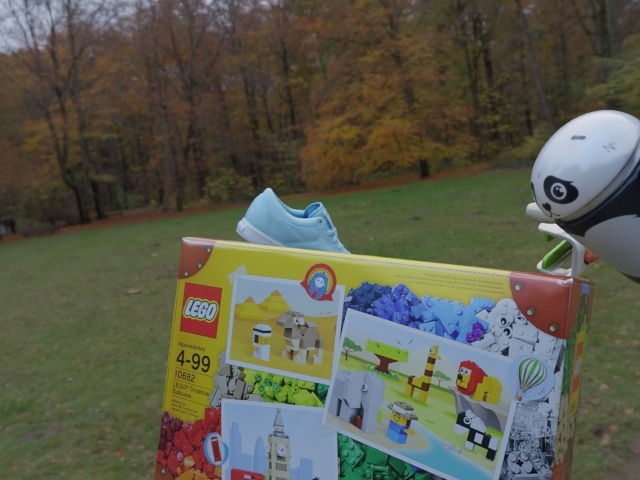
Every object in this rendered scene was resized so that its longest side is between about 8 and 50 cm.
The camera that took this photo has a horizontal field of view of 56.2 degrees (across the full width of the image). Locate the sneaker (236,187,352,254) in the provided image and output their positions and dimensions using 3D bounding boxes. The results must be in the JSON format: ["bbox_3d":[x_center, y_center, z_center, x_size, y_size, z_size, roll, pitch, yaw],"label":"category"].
[{"bbox_3d":[0.000,0.000,1.379,0.366,0.150,0.135,26,13,-21],"label":"sneaker"}]

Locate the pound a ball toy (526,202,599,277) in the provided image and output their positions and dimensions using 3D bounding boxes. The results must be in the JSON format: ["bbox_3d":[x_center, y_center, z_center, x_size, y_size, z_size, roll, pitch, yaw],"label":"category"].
[{"bbox_3d":[0.631,-0.042,1.420,0.319,0.208,0.136,-30,36,-30],"label":"pound a ball toy"}]

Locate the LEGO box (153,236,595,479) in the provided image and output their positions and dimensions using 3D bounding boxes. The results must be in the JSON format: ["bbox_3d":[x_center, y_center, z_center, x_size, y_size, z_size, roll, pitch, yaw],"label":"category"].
[{"bbox_3d":[0.051,0.202,0.759,0.501,0.372,0.193,5,-2,31],"label":"LEGO box"}]

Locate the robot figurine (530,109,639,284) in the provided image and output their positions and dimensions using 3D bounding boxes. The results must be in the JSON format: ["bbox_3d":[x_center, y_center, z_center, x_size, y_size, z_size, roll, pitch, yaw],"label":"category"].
[{"bbox_3d":[0.418,-0.048,0.802,0.209,0.278,0.173,-51,5,39],"label":"robot figurine"}]
